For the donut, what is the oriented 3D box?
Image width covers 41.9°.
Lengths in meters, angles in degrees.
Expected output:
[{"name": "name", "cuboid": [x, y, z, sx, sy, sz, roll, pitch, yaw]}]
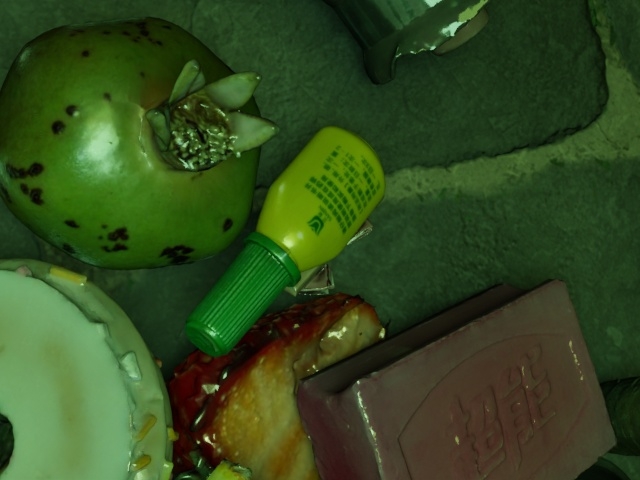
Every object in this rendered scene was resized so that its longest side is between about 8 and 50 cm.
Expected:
[{"name": "donut", "cuboid": [-0.313, 0.208, 0.833, 0.383, 0.142, 0.382, -3, 76, 14]}]

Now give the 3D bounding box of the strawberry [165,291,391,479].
[{"name": "strawberry", "cuboid": [-0.069, 0.175, 0.951, 0.253, 0.150, 0.280, 28, 71, -39]}]

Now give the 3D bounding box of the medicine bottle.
[{"name": "medicine bottle", "cuboid": [-0.034, -0.002, 0.903, 0.111, 0.076, 0.309, 48, 56, -14]}]

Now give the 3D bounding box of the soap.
[{"name": "soap", "cuboid": [0.165, 0.204, 0.953, 0.360, 0.128, 0.233, -20, 93, -37]}]

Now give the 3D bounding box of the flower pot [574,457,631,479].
[{"name": "flower pot", "cuboid": [0.346, 0.389, 1.033, 0.235, 0.148, 0.235, 2, 84, -14]}]

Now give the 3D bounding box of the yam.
[{"name": "yam", "cuboid": [0.404, 0.215, 1.010, 0.106, 0.259, 0.106, 1, 79, -8]}]

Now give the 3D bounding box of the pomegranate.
[{"name": "pomegranate", "cuboid": [-0.174, -0.083, 0.861, 0.291, 0.323, 0.290, -21, 124, -35]}]

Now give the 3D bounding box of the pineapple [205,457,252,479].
[{"name": "pineapple", "cuboid": [-0.107, 0.320, 0.797, 0.079, 0.135, 0.233, 35, 87, 30]}]

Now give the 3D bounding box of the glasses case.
[{"name": "glasses case", "cuboid": [0.000, 0.000, 1.003, 0.102, 0.070, 0.193, 37, 58, 9]}]

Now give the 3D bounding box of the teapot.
[{"name": "teapot", "cuboid": [0.081, -0.400, 0.986, 0.361, 0.306, 0.376, 54, 47, -13]}]
